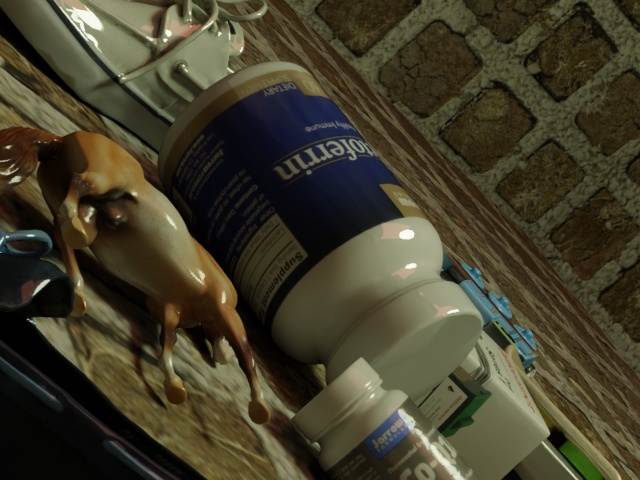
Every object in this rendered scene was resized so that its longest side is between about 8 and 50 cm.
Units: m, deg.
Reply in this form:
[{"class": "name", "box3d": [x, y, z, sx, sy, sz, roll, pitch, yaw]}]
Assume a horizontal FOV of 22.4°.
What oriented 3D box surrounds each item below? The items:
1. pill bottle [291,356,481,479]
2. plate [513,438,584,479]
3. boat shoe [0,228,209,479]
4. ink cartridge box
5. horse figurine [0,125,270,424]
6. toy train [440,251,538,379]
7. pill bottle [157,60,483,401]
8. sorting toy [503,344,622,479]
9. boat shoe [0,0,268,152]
[{"class": "pill bottle", "box3d": [0.048, 0.151, 1.092, 0.137, 0.078, 0.078, 48, 10, 3]}, {"class": "plate", "box3d": [0.266, 0.278, 1.573, 0.278, 0.045, 0.277, 50, 3, 10]}, {"class": "boat shoe", "box3d": [-0.136, 0.040, 0.688, 0.258, 0.089, 0.109, 49, 10, 5]}, {"class": "ink cartridge box", "box3d": [0.087, 0.098, 1.426, 0.219, 0.092, 0.160, 44, 11, -22]}, {"class": "horse figurine", "box3d": [-0.115, 0.009, 0.979, 0.263, 0.066, 0.174, 45, 15, -31]}, {"class": "toy train", "box3d": [0.183, 0.096, 1.909, 0.184, 0.080, 0.105, 51, 16, 15]}, {"class": "pill bottle", "box3d": [0.000, 0.000, 1.254, 0.265, 0.153, 0.153, 53, 11, 25]}, {"class": "sorting toy", "box3d": [0.270, 0.227, 1.784, 0.208, 0.038, 0.193, 53, -2, 27]}, {"class": "boat shoe", "box3d": [-0.117, -0.163, 1.369, 0.367, 0.156, 0.136, 41, 12, -40]}]
